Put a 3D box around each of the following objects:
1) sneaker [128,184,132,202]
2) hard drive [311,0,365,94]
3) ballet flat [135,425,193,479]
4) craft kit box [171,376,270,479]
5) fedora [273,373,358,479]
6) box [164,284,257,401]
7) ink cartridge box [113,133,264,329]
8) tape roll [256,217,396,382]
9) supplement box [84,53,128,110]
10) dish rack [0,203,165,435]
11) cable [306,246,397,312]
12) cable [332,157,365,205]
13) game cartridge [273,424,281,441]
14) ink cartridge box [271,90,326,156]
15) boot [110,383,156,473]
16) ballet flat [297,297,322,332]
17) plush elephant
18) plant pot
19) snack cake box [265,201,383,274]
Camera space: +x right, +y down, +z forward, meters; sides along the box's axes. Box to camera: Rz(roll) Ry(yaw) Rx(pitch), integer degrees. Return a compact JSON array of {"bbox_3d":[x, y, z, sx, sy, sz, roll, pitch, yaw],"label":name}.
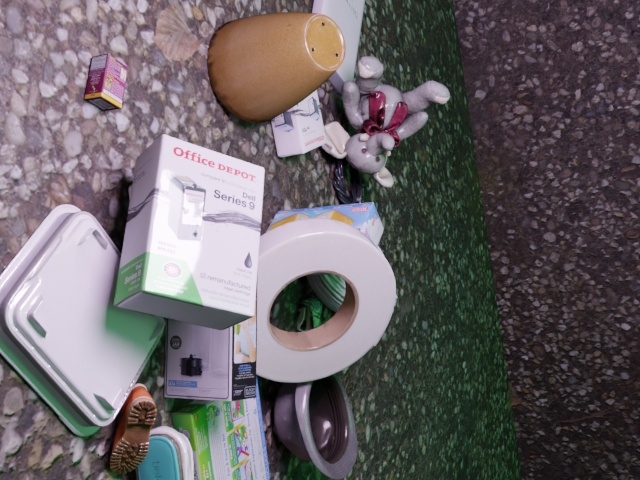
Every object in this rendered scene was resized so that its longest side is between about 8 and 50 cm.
[{"bbox_3d":[-0.245,-0.097,1.528,0.330,0.122,0.146,-31,112,-56],"label":"sneaker"},{"bbox_3d":[0.049,-0.631,2.237,0.233,0.047,0.353,42,50,-54],"label":"hard drive"},{"bbox_3d":[-0.273,0.540,1.425,0.139,0.139,0.400,10,77,-62],"label":"ballet flat"},{"bbox_3d":[-0.202,0.437,1.633,0.246,0.061,0.250,-20,105,-64],"label":"craft kit box"},{"bbox_3d":[-0.024,0.434,1.861,0.244,0.124,0.275,-40,114,-60],"label":"fedora"},{"bbox_3d":[-0.214,0.161,1.518,0.087,0.169,0.290,11,79,-59],"label":"box"},{"bbox_3d":[-0.221,-0.012,1.354,0.211,0.121,0.289,16,63,-31],"label":"ink cartridge box"},{"bbox_3d":[-0.025,0.137,1.694,0.392,0.392,0.072,67,-6,-33],"label":"tape roll"},{"bbox_3d":[-0.378,-0.279,1.378,0.055,0.043,0.083,31,61,-58],"label":"supplement box"},{"bbox_3d":[-0.383,0.133,1.300,0.333,0.072,0.285,63,36,-36],"label":"dish rack"},{"bbox_3d":[0.074,0.076,2.059,0.257,0.089,0.257,16,53,-33],"label":"cable"},{"bbox_3d":[0.080,-0.189,2.262,0.150,0.047,0.184,16,76,-56],"label":"cable"},{"bbox_3d":[-0.089,0.438,1.889,0.083,0.017,0.056,-65,145,-42],"label":"game cartridge"},{"bbox_3d":[-0.062,-0.318,1.953,0.139,0.082,0.190,-36,117,-58],"label":"ink cartridge box"},{"bbox_3d":[-0.333,0.332,1.375,0.059,0.084,0.158,16,103,-28],"label":"boot"},{"bbox_3d":[-0.034,0.241,1.983,0.070,0.070,0.188,14,73,-62],"label":"ballet flat"},{"bbox_3d":[0.151,-0.301,2.141,0.272,0.330,0.255,20,63,-23],"label":"plush elephant"},{"bbox_3d":[-0.075,-0.392,1.683,0.237,0.254,0.237,5,83,-43],"label":"plant pot"},{"bbox_3d":[0.000,0.000,1.837,0.089,0.264,0.152,66,34,-34],"label":"snack cake box"}]
